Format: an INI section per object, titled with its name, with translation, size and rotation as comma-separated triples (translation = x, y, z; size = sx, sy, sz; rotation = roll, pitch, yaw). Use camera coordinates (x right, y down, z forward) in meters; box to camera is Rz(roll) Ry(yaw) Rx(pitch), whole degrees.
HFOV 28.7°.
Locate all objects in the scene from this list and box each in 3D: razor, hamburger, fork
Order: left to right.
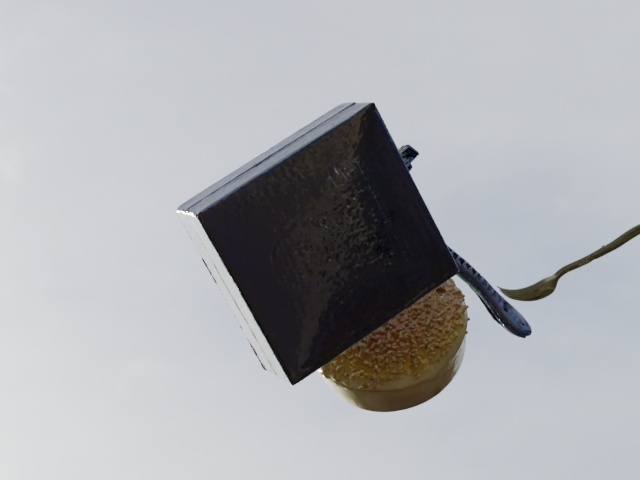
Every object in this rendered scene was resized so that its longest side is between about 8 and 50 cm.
[hamburger]
translation = 0.108, 0.151, 2.125
size = 0.302, 0.302, 0.170
rotation = -20, -48, 2
[razor]
translation = 0.187, 0.015, 1.775
size = 0.056, 0.324, 0.093
rotation = -34, 6, 36
[fork]
translation = 0.312, 0.025, 1.450
size = 0.219, 0.028, 0.034
rotation = -25, -41, 17

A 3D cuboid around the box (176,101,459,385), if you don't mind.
[box]
translation = 0.000, 0.000, 1.624
size = 0.279, 0.261, 0.116
rotation = -34, 16, -17
